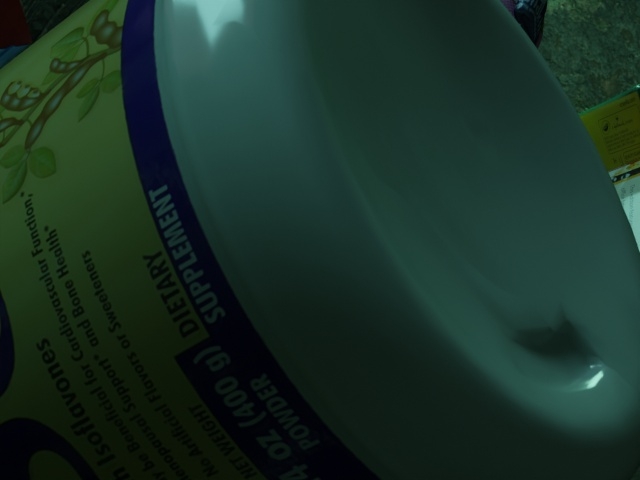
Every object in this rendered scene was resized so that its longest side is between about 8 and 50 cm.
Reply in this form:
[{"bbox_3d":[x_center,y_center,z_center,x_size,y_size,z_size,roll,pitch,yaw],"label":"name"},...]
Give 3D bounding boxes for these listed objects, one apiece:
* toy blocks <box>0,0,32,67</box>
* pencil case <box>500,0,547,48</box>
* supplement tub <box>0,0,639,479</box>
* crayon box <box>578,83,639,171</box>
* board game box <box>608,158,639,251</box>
[{"bbox_3d":[-0.254,-0.067,0.571,0.261,0.190,0.381,-32,-3,27],"label":"toy blocks"},{"bbox_3d":[0.026,-0.016,0.828,0.167,0.160,0.386,-7,-35,-6],"label":"pencil case"},{"bbox_3d":[-0.069,0.045,0.578,0.331,0.241,0.241,-31,-5,29],"label":"supplement tub"},{"bbox_3d":[0.212,-0.011,0.988,0.081,0.165,0.278,-20,0,-12],"label":"crayon box"},{"bbox_3d":[0.187,0.017,0.782,0.194,0.045,0.146,-21,42,34],"label":"board game box"}]
